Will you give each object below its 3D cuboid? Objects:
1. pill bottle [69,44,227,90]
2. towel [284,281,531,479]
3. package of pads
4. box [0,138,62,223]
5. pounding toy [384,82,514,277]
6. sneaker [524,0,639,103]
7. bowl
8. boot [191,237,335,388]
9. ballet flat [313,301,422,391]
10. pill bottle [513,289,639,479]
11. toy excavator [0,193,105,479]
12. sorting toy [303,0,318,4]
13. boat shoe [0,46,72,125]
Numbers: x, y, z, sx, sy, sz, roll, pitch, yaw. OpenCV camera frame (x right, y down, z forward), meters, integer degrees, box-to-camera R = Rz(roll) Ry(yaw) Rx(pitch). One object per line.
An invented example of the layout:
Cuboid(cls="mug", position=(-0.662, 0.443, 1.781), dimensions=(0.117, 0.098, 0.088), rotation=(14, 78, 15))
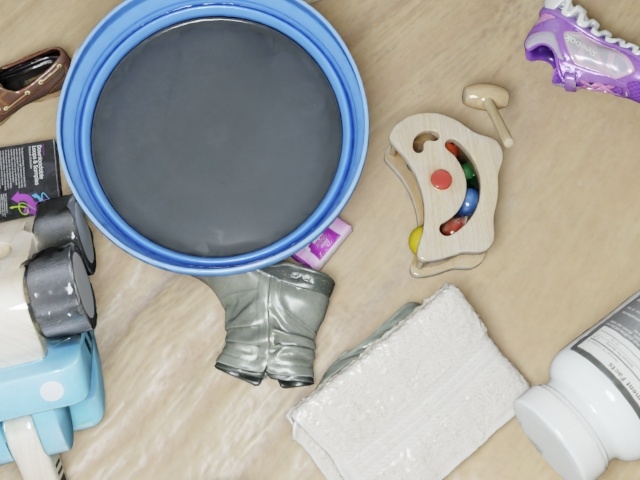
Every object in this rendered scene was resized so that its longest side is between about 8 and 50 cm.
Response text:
Cuboid(cls="pill bottle", position=(-0.228, -0.213, 1.522), dimensions=(0.222, 0.124, 0.124), rotation=(9, 70, 4))
Cuboid(cls="towel", position=(0.111, 0.204, 1.358), dimensions=(0.282, 0.049, 0.187), rotation=(-39, 100, -12))
Cuboid(cls="package of pads", position=(0.000, 0.000, 1.484), dimensions=(0.050, 0.032, 0.083), rotation=(36, 74, 15))
Cuboid(cls="box", position=(-0.441, -0.072, 1.527), dimensions=(0.162, 0.029, 0.116), rotation=(-9, 70, 0))
Cuboid(cls="pounding toy", position=(0.163, -0.097, 1.449), dimensions=(0.154, 0.155, 0.269), rotation=(9, 70, 0))
Cuboid(cls="sneaker", position=(0.381, -0.241, 1.537), dimensions=(0.236, 0.095, 0.104), rotation=(40, 82, 20))
Cuboid(cls="bowl", position=(-0.135, -0.143, 1.402), dimensions=(0.391, 0.077, 0.391), rotation=(0, 79, -1))
Cuboid(cls="boot", position=(-0.111, 0.096, 1.430), dimensions=(0.247, 0.083, 0.161), rotation=(15, 76, 9))
Cuboid(cls="ballet flat", position=(0.064, 0.155, 1.412), dimensions=(0.213, 0.072, 0.068), rotation=(-35, 32, -11))
Cuboid(cls="pill bottle", position=(0.384, 0.167, 1.342), dimensions=(0.278, 0.162, 0.162), rotation=(-35, 72, -10))
Cuboid(cls="toy excavator", position=(-0.342, 0.225, 1.325), dimensions=(0.222, 0.445, 0.433), rotation=(-14, 28, -3))
Cuboid(cls="sorting toy", position=(-0.064, -0.430, 1.644), dimensions=(0.208, 0.038, 0.193), rotation=(-23, 71, -7))
Cuboid(cls="boat shoe", position=(-0.449, -0.215, 1.558), dimensions=(0.207, 0.073, 0.073), rotation=(-30, 72, -8))
